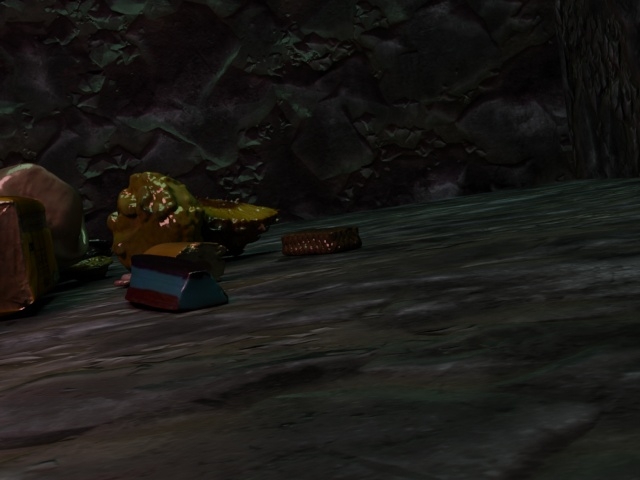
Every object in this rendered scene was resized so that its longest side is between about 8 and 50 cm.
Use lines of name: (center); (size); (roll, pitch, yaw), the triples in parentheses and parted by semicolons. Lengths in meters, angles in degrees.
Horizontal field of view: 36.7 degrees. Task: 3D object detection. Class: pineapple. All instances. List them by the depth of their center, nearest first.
pineapple: (-0.275, -0.017, 2.374); (0.334, 0.158, 0.161); (13, 24, -11)

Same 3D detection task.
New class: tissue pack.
tissue pack: (-0.677, 0.034, 1.853); (0.293, 0.228, 0.382); (-7, 3, -9)

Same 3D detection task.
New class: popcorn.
popcorn: (-0.376, -0.036, 2.224); (0.266, 0.233, 0.192); (17, 9, 36)

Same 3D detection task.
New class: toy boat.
toy boat: (-0.263, 0.072, 1.637); (0.136, 0.079, 0.392); (-8, 6, -25)

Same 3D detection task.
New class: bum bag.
bum bag: (-0.675, 0.057, 2.507); (0.144, 0.095, 0.340); (-3, 13, 24)

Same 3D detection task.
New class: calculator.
calculator: (-0.366, 0.076, 2.068); (0.103, 0.024, 0.166); (-4, 4, 43)

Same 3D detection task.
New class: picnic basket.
picnic basket: (0.000, 0.000, 2.196); (0.110, 0.055, 0.193); (-12, 7, -44)

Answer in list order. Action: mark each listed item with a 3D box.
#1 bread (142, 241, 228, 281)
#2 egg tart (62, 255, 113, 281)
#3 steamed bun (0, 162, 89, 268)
bread: (-0.275, 0.046, 1.866); (0.173, 0.085, 0.134); (-4, 6, 45)
egg tart: (-0.566, 0.074, 2.357); (0.129, 0.049, 0.129); (-12, 9, 2)
steamed bun: (-0.703, -0.004, 2.203); (0.367, 0.255, 0.342); (-19, -18, 20)
